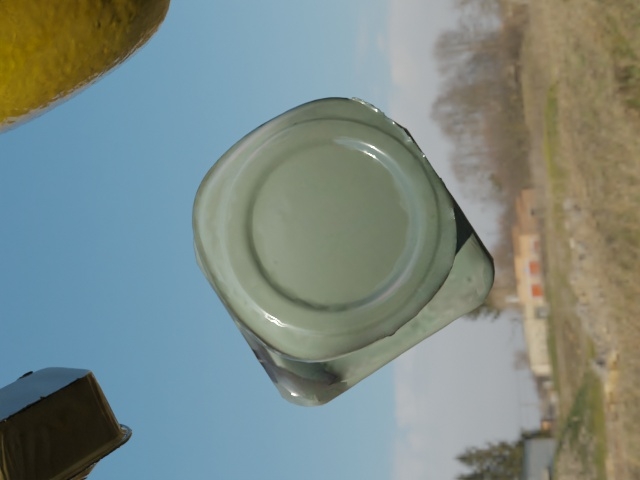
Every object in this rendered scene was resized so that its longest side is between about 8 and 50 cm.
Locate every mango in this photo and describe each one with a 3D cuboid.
[{"bbox_3d":[-0.317,-0.200,0.842,0.445,0.301,0.220,-33,-39,-35],"label":"mango"}]

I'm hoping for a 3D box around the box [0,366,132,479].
[{"bbox_3d":[-0.242,0.174,0.859,0.177,0.111,0.111,-26,-68,-54],"label":"box"}]

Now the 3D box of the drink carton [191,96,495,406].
[{"bbox_3d":[0.000,0.000,0.673,0.191,0.185,0.189,59,-175,5],"label":"drink carton"}]
